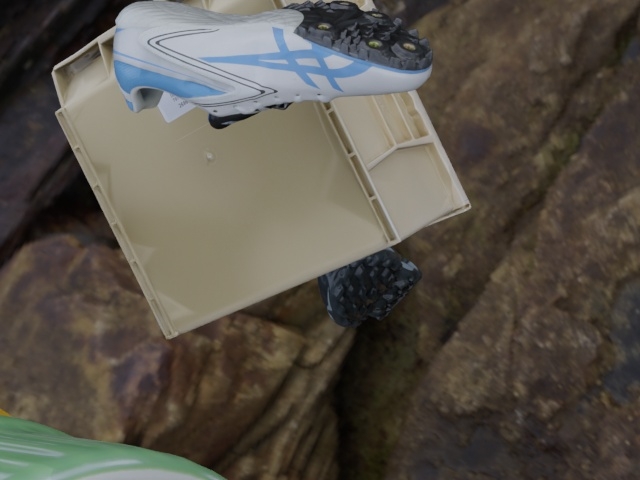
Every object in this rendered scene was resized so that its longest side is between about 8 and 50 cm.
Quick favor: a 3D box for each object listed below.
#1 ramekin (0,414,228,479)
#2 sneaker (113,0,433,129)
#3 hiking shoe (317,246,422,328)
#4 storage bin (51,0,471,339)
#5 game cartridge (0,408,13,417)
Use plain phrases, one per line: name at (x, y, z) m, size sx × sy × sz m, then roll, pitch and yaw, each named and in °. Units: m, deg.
ramekin at (-0.129, 0.229, 0.538) m, size 0.148 × 0.303 × 0.303 m, roll -8°, pitch 65°, yaw 44°
sneaker at (-0.034, -0.117, 0.822) m, size 0.237 × 0.085 × 0.086 m, roll 7°, pitch 117°, yaw 25°
hiking shoe at (0.030, 0.031, 1.494) m, size 0.132 × 0.304 × 0.113 m, roll 41°, pitch 93°, yaw 13°
storage bin at (-0.060, -0.083, 1.007) m, size 0.262 × 0.123 × 0.260 m, roll -24°, pitch 93°, yaw 36°
game cartridge at (-0.389, 0.196, 1.010) m, size 0.053 × 0.285 × 0.323 m, roll -45°, pitch 20°, yaw 18°
